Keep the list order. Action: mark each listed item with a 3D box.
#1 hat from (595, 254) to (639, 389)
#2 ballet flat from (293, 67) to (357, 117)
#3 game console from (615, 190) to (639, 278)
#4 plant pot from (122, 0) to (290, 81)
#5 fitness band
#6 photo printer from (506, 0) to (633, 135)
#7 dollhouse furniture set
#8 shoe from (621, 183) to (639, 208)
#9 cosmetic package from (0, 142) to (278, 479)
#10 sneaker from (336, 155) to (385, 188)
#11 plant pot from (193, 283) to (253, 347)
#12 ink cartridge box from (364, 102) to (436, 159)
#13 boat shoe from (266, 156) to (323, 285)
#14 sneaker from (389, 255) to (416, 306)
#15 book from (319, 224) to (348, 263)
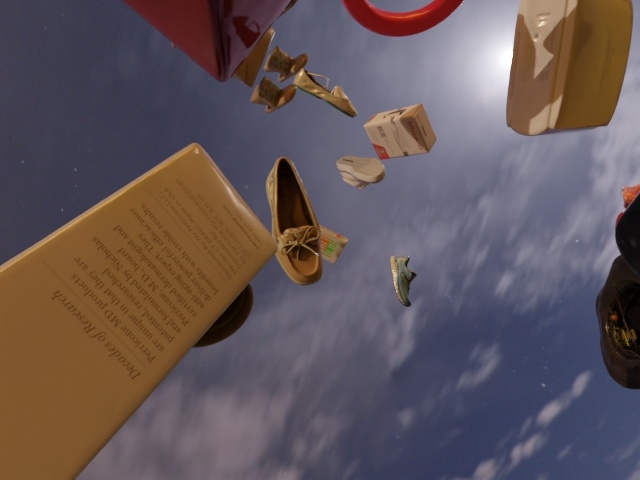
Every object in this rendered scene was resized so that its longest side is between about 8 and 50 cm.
[{"bbox_3d":[0.779,0.192,1.059,0.134,0.331,0.330,2,-68,10],"label":"hat"},{"bbox_3d":[0.017,-0.342,1.042,0.168,0.057,0.052,28,-69,-1],"label":"ballet flat"},{"bbox_3d":[0.468,0.021,0.424,0.060,0.341,0.386,-23,-31,-4],"label":"game console"},{"bbox_3d":[-0.174,-0.447,0.674,0.267,0.236,0.267,38,-90,-13],"label":"plant pot"},{"bbox_3d":[0.126,-0.409,0.575,0.209,0.054,0.290,0,-41,-14],"label":"fitness band"},{"bbox_3d":[0.475,-0.329,0.842,0.308,0.107,0.255,-13,-68,-39],"label":"photo printer"},{"bbox_3d":[-0.175,-0.671,1.378,0.362,0.257,0.393,30,-112,-33],"label":"dollhouse furniture set"},{"bbox_3d":[0.876,-0.088,1.230,0.063,0.081,0.177,56,-141,-37],"label":"shoe"},{"bbox_3d":[-0.264,0.106,0.431,0.161,0.230,0.453,53,-136,-14],"label":"cosmetic package"},{"bbox_3d":[0.143,-0.219,1.499,0.094,0.258,0.091,-32,-62,-10],"label":"sneaker"},{"bbox_3d":[-0.428,0.152,1.544,0.324,0.280,0.322,-15,-55,-23],"label":"plant pot"},{"bbox_3d":[0.184,-0.248,1.042,0.056,0.135,0.099,-54,-53,-32],"label":"ink cartridge box"},{"bbox_3d":[-0.061,-0.042,0.990,0.105,0.089,0.284,-15,-105,-13],"label":"boat shoe"},{"bbox_3d":[0.257,0.120,1.371,0.073,0.063,0.161,-11,-104,11],"label":"sneaker"},{"bbox_3d":[0.000,0.000,1.384,0.144,0.035,0.096,26,-51,-3],"label":"book"}]
